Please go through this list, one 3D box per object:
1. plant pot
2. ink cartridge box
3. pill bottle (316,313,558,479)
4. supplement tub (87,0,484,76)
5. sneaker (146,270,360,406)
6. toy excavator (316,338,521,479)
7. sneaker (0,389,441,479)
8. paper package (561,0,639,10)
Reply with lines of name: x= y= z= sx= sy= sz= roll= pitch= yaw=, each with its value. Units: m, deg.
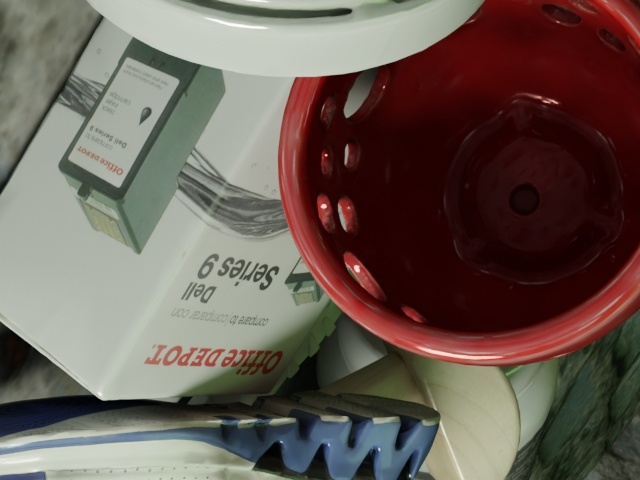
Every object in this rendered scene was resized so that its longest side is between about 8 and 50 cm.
plant pot: x=0.095 y=-0.031 z=0.723 sx=0.191 sy=0.191 sz=0.174 roll=-57 pitch=160 yaw=5
ink cartridge box: x=-0.040 y=-0.058 z=0.825 sx=0.289 sy=0.121 sz=0.211 roll=-58 pitch=157 yaw=9
pill bottle: x=0.097 y=0.144 z=1.290 sx=0.204 sy=0.204 sz=0.361 roll=-43 pitch=156 yaw=-26
supplement tub: x=-0.006 y=-0.234 z=0.499 sx=0.228 sy=0.228 sz=0.316 roll=-40 pitch=154 yaw=-32
sneaker: x=-0.060 y=0.054 z=0.991 sx=0.235 sy=0.094 sz=0.090 roll=-49 pitch=142 yaw=-11
toy excavator: x=-0.082 y=0.280 z=1.024 sx=0.432 sy=0.222 sz=0.445 roll=0 pitch=104 yaw=-17
sneaker: x=-0.070 y=0.187 z=0.867 sx=0.315 sy=0.127 sz=0.182 roll=2 pitch=90 yaw=-27
paper package: x=0.330 y=-0.127 z=1.231 sx=0.168 sy=0.309 sz=0.325 roll=-38 pitch=152 yaw=-31
